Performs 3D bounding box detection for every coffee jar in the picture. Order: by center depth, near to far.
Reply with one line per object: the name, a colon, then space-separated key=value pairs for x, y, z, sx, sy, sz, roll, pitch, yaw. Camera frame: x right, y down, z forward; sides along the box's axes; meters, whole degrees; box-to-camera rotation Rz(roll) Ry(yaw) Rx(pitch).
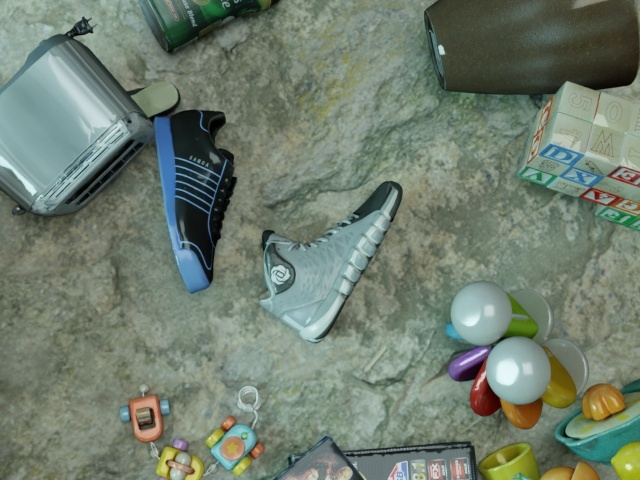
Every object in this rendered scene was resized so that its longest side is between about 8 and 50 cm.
coffee jar: x=-0.136 y=-0.321 z=1.155 sx=0.184 sy=0.079 sz=0.096 roll=-29 pitch=97 yaw=-13

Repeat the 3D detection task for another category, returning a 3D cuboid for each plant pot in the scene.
plant pot: x=0.257 y=-0.272 z=1.149 sx=0.231 sy=0.215 sz=0.215 roll=-15 pitch=78 yaw=4

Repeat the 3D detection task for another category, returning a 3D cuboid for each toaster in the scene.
toaster: x=-0.300 y=-0.132 z=1.051 sx=0.227 sy=0.129 sz=0.146 roll=-43 pitch=89 yaw=3

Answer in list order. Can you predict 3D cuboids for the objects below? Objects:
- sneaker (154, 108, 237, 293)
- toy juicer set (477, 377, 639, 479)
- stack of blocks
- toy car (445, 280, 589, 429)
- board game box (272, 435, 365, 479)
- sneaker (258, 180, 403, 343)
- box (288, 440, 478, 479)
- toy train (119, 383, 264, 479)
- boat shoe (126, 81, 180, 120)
sneaker: x=-0.142 y=-0.054 z=1.090 sx=0.091 sy=0.081 sz=0.232 roll=-10 pitch=77 yaw=-3
toy juicer set: x=0.352 y=0.208 z=1.023 sx=0.329 sy=0.209 sz=0.089 roll=-26 pitch=89 yaw=-12
stack of blocks: x=0.407 y=-0.084 z=1.122 sx=0.297 sy=0.171 sz=0.087 roll=18 pitch=75 yaw=-2
toy car: x=0.216 y=0.139 z=1.066 sx=0.136 sy=0.159 sz=0.182 roll=-46 pitch=57 yaw=27
board game box: x=0.020 y=0.358 z=0.966 sx=0.165 sy=0.042 sz=0.243 roll=-38 pitch=84 yaw=-14
sneaker: x=0.000 y=0.000 z=1.095 sx=0.132 sy=0.086 sz=0.228 roll=30 pitch=75 yaw=3
box: x=0.079 y=0.373 z=1.023 sx=0.217 sy=0.060 sz=0.269 roll=-2 pitch=77 yaw=-8
toy train: x=-0.147 y=0.221 z=1.039 sx=0.167 sy=0.046 sz=0.125 roll=-5 pitch=77 yaw=-8
boat shoe: x=-0.240 y=-0.165 z=1.127 sx=0.133 sy=0.042 sz=0.048 roll=-16 pitch=91 yaw=0
